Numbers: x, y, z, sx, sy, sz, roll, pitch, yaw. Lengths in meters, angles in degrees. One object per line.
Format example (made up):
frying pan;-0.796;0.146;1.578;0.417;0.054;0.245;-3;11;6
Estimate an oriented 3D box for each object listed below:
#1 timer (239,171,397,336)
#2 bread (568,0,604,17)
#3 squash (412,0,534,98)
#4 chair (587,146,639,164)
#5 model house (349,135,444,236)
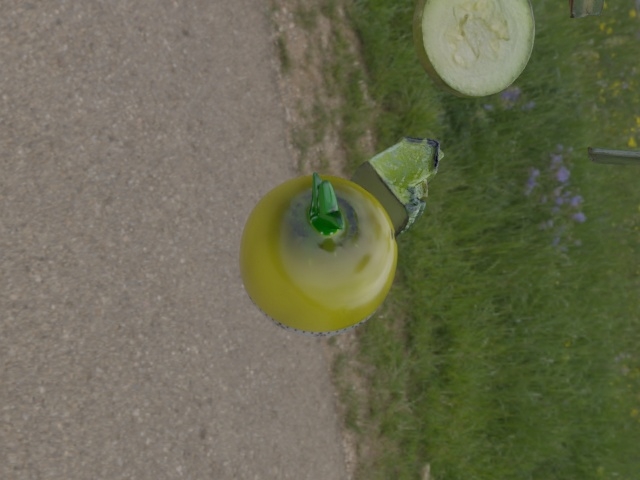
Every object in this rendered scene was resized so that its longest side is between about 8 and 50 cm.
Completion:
timer;0.000;0.000;1.049;0.285;0.285;0.285;16;69;-51
bread;0.559;-0.542;1.370;0.084;0.074;0.139;-94;-178;-89
squash;0.304;-0.411;1.317;0.252;0.049;0.252;-2;96;-16
chair;0.696;-0.112;1.282;0.160;0.319;0.186;-5;88;-67
model house;0.184;-0.117;1.494;0.211;0.194;0.170;-35;78;-31
